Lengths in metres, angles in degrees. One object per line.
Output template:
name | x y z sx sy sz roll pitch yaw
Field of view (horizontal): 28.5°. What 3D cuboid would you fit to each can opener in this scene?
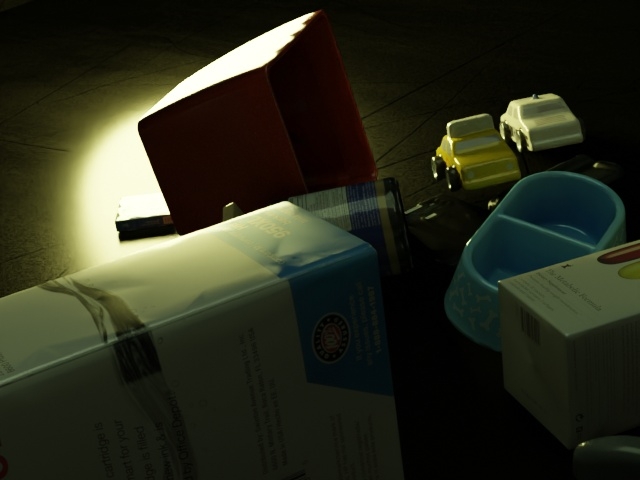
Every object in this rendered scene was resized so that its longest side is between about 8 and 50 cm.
can opener | 0.353 0.226 1.061 0.280 0.093 0.074 4 26 12

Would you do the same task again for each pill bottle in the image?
pill bottle | 0.000 0.000 1.571 0.219 0.123 0.123 -12 25 5

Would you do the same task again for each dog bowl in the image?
dog bowl | 0.260 0.016 1.475 0.166 0.074 0.297 21 42 23

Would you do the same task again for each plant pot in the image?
plant pot | -0.096 -0.137 1.762 0.235 0.267 0.267 -10 23 22

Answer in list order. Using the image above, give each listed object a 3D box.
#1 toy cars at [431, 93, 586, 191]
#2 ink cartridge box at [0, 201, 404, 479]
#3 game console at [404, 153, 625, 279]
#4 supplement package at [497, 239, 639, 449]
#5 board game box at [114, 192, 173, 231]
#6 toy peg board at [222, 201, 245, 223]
toy cars | 0.271 -0.159 1.824 0.176 0.087 0.393 -1 17 36
ink cartridge box | -0.141 0.168 1.073 0.395 0.285 0.166 -19 27 -25
game console | 0.274 -0.036 1.680 0.361 0.044 0.213 -25 32 -32
supplement package | 0.322 0.092 1.287 0.244 0.134 0.139 -16 27 -17
board game box | -0.254 -0.044 1.859 0.090 0.020 0.090 -7 26 1
toy peg board | -0.087 0.073 1.404 0.079 0.160 0.161 -25 37 17
